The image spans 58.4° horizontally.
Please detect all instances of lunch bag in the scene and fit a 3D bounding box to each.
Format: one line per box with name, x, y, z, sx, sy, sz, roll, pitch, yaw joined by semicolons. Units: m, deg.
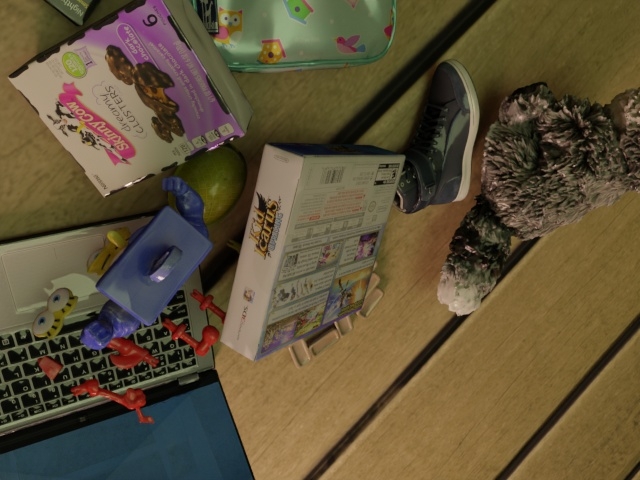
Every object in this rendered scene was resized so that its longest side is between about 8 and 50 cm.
lunch bag;-0.044;-0.319;0.684;0.279;0.108;0.224;-10;112;-25

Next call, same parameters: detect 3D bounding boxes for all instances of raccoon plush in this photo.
raccoon plush;0.408;-0.046;0.881;0.216;0.299;0.446;8;103;-49

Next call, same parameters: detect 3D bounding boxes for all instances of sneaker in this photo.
sneaker;0.151;-0.148;0.861;0.163;0.086;0.226;-16;116;-25

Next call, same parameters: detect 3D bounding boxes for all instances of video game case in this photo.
video game case;0.000;0.000;0.739;0.269;0.061;0.244;-13;121;-58

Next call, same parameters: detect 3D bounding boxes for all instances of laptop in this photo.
laptop;-0.283;0.213;0.675;0.382;0.236;0.407;-14;114;-24

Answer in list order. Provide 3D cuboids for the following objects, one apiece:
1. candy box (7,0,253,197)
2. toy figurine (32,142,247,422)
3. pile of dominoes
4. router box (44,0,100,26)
candy box;-0.200;-0.159;0.628;0.196;0.070;0.164;-20;122;18
toy figurine;-0.147;0.028;0.634;0.191;0.217;0.362;41;69;-10
pile of dominoes;-0.001;0.057;0.897;0.196;0.040;0.251;-32;127;-19
router box;-0.289;-0.332;0.587;0.179;0.046;0.133;35;90;-33
